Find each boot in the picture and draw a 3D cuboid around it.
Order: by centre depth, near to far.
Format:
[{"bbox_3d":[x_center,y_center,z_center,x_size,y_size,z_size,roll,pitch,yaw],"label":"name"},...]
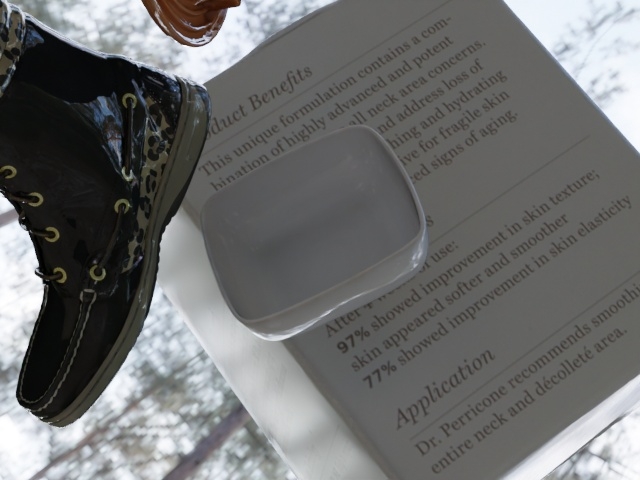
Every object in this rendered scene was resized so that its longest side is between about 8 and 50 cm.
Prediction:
[{"bbox_3d":[-0.179,-0.021,0.818,0.085,0.178,0.236,10,-103,50],"label":"boot"}]

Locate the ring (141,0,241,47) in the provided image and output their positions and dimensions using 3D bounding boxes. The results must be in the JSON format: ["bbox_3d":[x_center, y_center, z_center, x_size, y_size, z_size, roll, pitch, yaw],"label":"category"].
[{"bbox_3d":[-0.081,-0.278,0.764,0.032,0.336,0.337,-4,-74,9],"label":"ring"}]

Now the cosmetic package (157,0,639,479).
[{"bbox_3d":[0.082,0.032,1.179,0.394,0.329,0.327,52,-16,16],"label":"cosmetic package"}]

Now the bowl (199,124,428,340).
[{"bbox_3d":[0.000,0.000,0.901,0.142,0.142,0.053,-27,-47,3],"label":"bowl"}]
